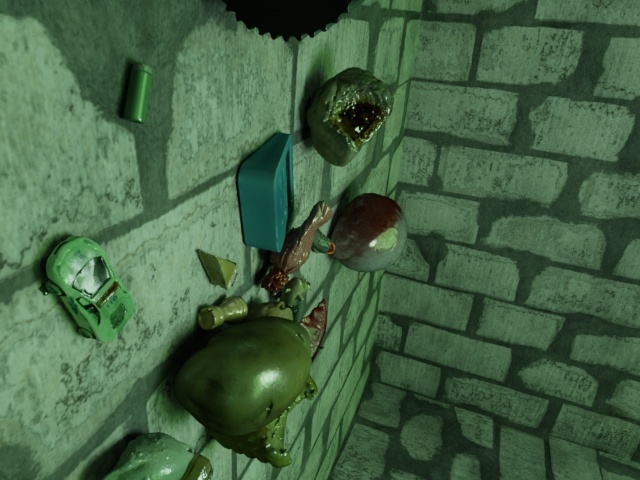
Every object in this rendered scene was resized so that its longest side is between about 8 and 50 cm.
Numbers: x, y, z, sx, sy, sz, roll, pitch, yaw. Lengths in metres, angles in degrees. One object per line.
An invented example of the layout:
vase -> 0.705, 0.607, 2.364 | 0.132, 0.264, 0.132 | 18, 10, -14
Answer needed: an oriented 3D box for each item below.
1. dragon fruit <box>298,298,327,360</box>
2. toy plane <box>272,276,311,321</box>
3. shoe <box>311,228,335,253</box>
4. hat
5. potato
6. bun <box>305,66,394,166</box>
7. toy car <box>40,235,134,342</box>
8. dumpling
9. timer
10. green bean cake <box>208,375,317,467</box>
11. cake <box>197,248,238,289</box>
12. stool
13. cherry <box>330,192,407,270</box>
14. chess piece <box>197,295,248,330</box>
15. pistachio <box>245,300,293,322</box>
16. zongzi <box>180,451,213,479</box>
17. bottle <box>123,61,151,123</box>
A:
dragon fruit -> -0.070, 0.370, 1.531 | 0.343, 0.100, 0.282 | -44, 160, -39
toy plane -> -0.085, 0.185, 1.420 | 0.108, 0.092, 0.286 | -32, 157, -32
shoe -> 0.000, 0.000, 1.615 | 0.194, 0.077, 0.074 | 53, 52, -69
hat -> -0.076, 0.017, 1.293 | 0.286, 0.107, 0.236 | -58, 178, -9
potato -> -0.156, 0.297, 1.052 | 0.326, 0.221, 0.243 | -8, 125, -62
bun -> 0.068, -0.364, 1.358 | 0.281, 0.205, 0.281 | -47, -172, 8
toy car -> -0.322, 0.075, 0.676 | 0.186, 0.058, 0.093 | 85, 26, -45
dumpling -> -0.326, 0.417, 0.870 | 0.219, 0.153, 0.108 | 39, 22, -60
timer -> -0.105, -0.124, 1.178 | 0.250, 0.092, 0.231 | -62, 157, -50
green bean cake -> -0.144, 0.428, 1.215 | 0.124, 0.233, 0.236 | 73, 33, -48
cake -> -0.219, 0.058, 0.999 | 0.121, 0.052, 0.065 | 58, 50, -68
stool -> -0.012, -0.537, 0.852 | 0.330, 0.298, 0.297 | -59, 156, -56
cherry -> 0.192, -0.013, 1.903 | 0.334, 0.292, 0.326 | -57, 150, -26
chess piece -> -0.221, 0.163, 1.064 | 0.122, 0.066, 0.066 | -3, 105, -66
pistachio -> -0.135, 0.235, 1.287 | 0.152, 0.126, 0.223 | -53, 166, -6
zongzi -> -0.310, 0.608, 1.025 | 0.228, 0.115, 0.256 | -64, 165, -49
bottle -> -0.265, -0.214, 0.690 | 0.030, 0.030, 0.083 | -2, 104, -73
